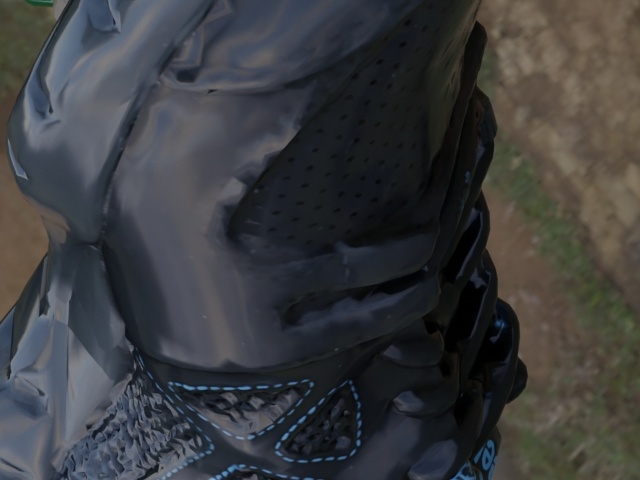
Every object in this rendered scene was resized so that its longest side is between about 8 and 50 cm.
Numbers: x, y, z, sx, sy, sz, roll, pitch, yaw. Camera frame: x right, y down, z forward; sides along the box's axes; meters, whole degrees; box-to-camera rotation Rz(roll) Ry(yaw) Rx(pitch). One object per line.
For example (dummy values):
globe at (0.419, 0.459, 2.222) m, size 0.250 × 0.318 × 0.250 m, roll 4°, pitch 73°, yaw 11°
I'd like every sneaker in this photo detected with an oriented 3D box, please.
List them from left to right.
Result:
sneaker at (0.000, 0.000, 0.436) m, size 0.139 × 0.125 × 0.341 m, roll 28°, pitch 146°, yaw 0°

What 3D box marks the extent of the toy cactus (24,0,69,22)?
toy cactus at (-0.199, -0.165, 1.458) m, size 0.219 × 0.112 × 0.180 m, roll 59°, pitch 161°, yaw 13°
